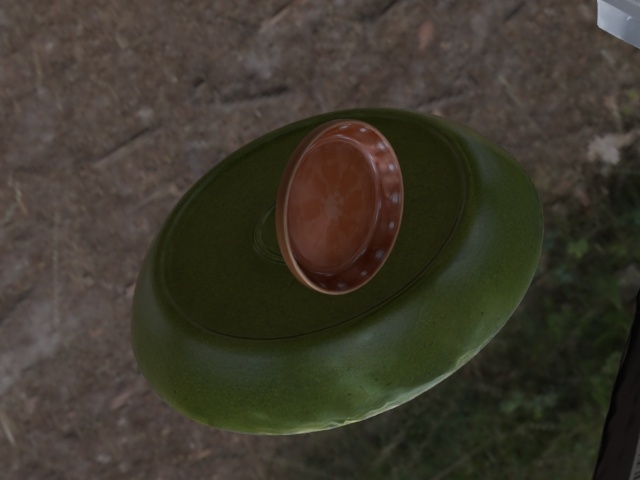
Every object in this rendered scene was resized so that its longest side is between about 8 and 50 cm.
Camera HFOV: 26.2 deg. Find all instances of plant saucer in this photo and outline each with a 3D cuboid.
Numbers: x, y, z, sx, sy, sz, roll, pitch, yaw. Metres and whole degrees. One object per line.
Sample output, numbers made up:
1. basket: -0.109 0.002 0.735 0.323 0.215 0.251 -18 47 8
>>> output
1. plant saucer: 0.008 -0.016 0.654 0.083 0.013 0.084 -10 105 -45
2. plant saucer: 0.000 0.000 0.752 0.241 0.241 0.037 -30 130 -8

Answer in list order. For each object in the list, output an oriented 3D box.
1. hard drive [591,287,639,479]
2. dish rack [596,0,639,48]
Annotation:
1. hard drive: 0.219 0.156 0.362 0.338 0.237 0.064 24 152 -7
2. dish rack: 0.232 -0.128 0.789 0.285 0.333 0.072 14 108 -49
